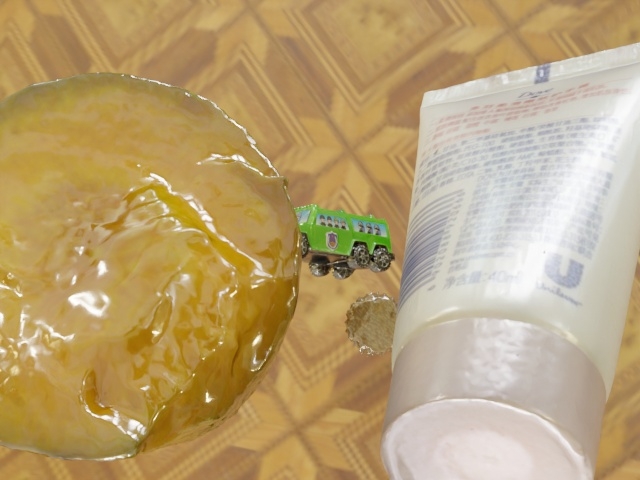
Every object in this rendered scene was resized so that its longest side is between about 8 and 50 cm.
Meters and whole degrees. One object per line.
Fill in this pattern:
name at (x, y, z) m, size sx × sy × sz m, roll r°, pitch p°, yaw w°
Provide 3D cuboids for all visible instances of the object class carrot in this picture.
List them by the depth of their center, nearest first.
carrot at (-0.133, 0.022, 0.924) m, size 0.241 × 0.341 × 0.241 m, roll 0°, pitch 82°, yaw -1°

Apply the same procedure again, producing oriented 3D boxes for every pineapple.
pineapple at (0.045, 0.071, 1.267) m, size 0.058 × 0.124 × 0.058 m, roll 0°, pitch 89°, yaw -4°

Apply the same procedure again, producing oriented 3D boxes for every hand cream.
hand cream at (0.083, 0.001, 0.624) m, size 0.133 × 0.083 × 0.248 m, roll -7°, pitch 42°, yaw 26°

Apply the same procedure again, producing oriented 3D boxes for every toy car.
toy car at (0.000, 0.000, 1.485) m, size 0.071 × 0.165 × 0.062 m, roll -12°, pitch 74°, yaw 46°
